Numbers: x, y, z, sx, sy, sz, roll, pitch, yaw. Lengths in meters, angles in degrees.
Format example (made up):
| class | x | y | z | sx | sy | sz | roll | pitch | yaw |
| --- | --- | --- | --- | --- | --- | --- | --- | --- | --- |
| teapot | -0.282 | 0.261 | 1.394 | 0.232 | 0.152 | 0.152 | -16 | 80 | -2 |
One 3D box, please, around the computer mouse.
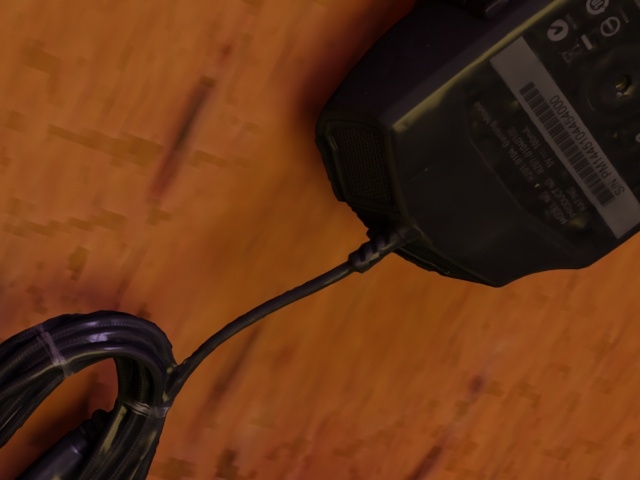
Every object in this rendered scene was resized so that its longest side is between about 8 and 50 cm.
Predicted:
| class | x | y | z | sx | sy | sz | roll | pitch | yaw |
| --- | --- | --- | --- | --- | --- | --- | --- | --- | --- |
| computer mouse | 0.000 | 0.000 | 0.389 | 0.242 | 0.041 | 0.071 | -35 | 129 | 4 |
